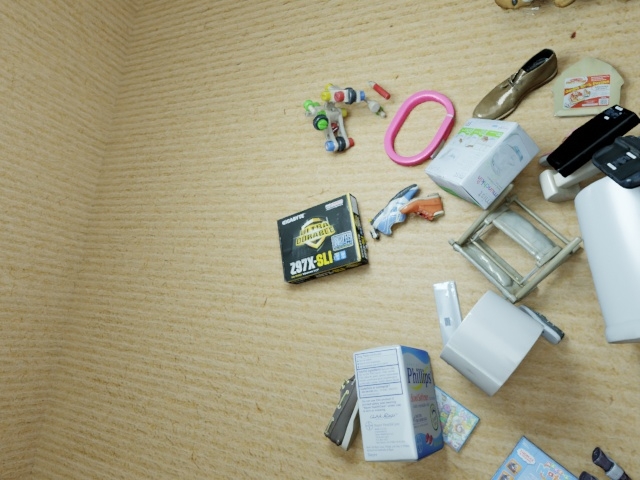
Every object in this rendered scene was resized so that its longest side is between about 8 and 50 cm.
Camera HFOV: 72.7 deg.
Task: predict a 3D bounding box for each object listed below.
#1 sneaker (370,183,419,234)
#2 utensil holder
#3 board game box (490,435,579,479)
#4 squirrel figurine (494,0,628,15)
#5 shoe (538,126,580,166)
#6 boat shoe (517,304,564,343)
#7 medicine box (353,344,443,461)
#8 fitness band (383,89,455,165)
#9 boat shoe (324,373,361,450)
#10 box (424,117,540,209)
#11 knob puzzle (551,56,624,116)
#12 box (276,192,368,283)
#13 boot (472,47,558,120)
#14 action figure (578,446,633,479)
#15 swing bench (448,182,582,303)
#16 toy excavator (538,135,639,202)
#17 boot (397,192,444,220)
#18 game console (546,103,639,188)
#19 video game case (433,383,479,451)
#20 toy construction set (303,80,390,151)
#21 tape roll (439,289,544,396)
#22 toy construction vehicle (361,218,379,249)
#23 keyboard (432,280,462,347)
[{"bbox_3d":[0.271,-0.110,1.521,0.081,0.080,0.211,43,96,1],"label":"sneaker"},{"bbox_3d":[0.836,0.038,1.057,0.328,0.327,0.385,-11,70,23],"label":"utensil holder"},{"bbox_3d":[0.565,0.675,1.187,0.160,0.039,0.211,36,95,28],"label":"board game box"},{"bbox_3d":[0.749,-0.911,1.410,0.370,0.281,0.397,-14,57,33],"label":"squirrel figurine"},{"bbox_3d":[0.754,-0.288,1.328,0.178,0.063,0.081,-14,70,17],"label":"shoe"},{"bbox_3d":[0.638,0.237,1.263,0.040,0.049,0.142,-30,59,-20],"label":"boat shoe"},{"bbox_3d":[0.229,0.466,1.262,0.149,0.263,0.289,-15,67,26],"label":"medicine box"},{"bbox_3d":[0.351,-0.400,1.557,0.209,0.054,0.291,32,91,29],"label":"fitness band"},{"bbox_3d":[0.104,0.509,1.415,0.097,0.116,0.324,19,92,26],"label":"boat shoe"},{"bbox_3d":[0.478,-0.245,1.334,0.231,0.127,0.262,-50,20,7],"label":"box"},{"bbox_3d":[0.827,-0.476,1.355,0.213,0.030,0.213,-7,74,25],"label":"knob puzzle"},{"bbox_3d":[0.000,0.000,1.599,0.322,0.079,0.257,-18,72,27],"label":"box"},{"bbox_3d":[0.622,-0.502,1.416,0.305,0.115,0.112,-38,66,14],"label":"boot"},{"bbox_3d":[0.796,0.644,1.054,0.285,0.099,0.185,35,87,25],"label":"action figure"},{"bbox_3d":[0.568,0.015,1.287,0.254,0.165,0.253,-47,63,14],"label":"swing bench"},{"bbox_3d":[0.877,-0.248,1.144,0.445,0.433,0.222,-7,72,-4],"label":"toy excavator"},{"bbox_3d":[0.339,-0.103,1.456,0.158,0.059,0.084,-15,79,-13],"label":"boot"},{"bbox_3d":[0.705,-0.213,1.070,0.044,0.361,0.213,40,117,-15],"label":"game console"},{"bbox_3d":[0.378,0.537,1.327,0.166,0.015,0.119,33,93,29],"label":"video game case"},{"bbox_3d":[0.076,-0.516,1.648,0.309,0.257,0.237,-29,52,-5],"label":"toy construction set"},{"bbox_3d":[0.473,0.283,1.210,0.169,0.246,0.246,37,95,24],"label":"tape roll"},{"bbox_3d":[0.170,-0.018,1.564,0.086,0.035,0.098,-34,62,27],"label":"toy construction vehicle"},{"bbox_3d":[0.414,0.258,1.384,0.072,0.014,0.256,-15,71,28],"label":"keyboard"}]
